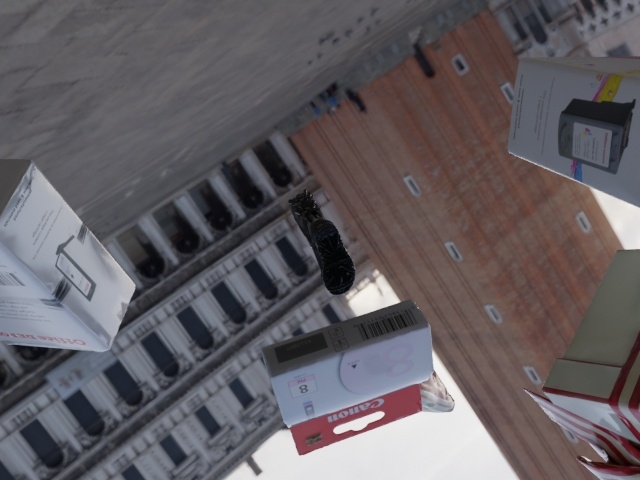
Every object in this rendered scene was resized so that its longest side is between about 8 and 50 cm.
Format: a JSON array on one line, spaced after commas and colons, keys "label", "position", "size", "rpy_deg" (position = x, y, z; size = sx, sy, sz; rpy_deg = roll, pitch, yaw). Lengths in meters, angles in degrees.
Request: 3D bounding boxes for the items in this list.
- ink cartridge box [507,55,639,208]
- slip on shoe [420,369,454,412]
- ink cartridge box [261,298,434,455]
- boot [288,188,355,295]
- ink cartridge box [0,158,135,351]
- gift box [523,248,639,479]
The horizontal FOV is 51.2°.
[{"label": "ink cartridge box", "position": [0.387, -0.126, 0.740], "size": [0.226, 0.131, 0.306], "rpy_deg": [-4, -160, -16]}, {"label": "slip on shoe", "position": [0.187, 0.276, 1.281], "size": [0.123, 0.101, 0.331], "rpy_deg": [-4, 160, 21]}, {"label": "ink cartridge box", "position": [0.045, 0.191, 0.819], "size": [0.189, 0.232, 0.066], "rpy_deg": [-18, -143, -7]}, {"label": "boot", "position": [0.000, 0.001, 0.862], "size": [0.045, 0.121, 0.099], "rpy_deg": [-25, -145, -10]}, {"label": "ink cartridge box", "position": [-0.295, 0.020, 0.638], "size": [0.148, 0.203, 0.085], "rpy_deg": [2, -125, 17]}, {"label": "gift box", "position": [0.415, 0.159, 0.757], "size": [0.258, 0.276, 0.255], "rpy_deg": [-55, -161, -22]}]
